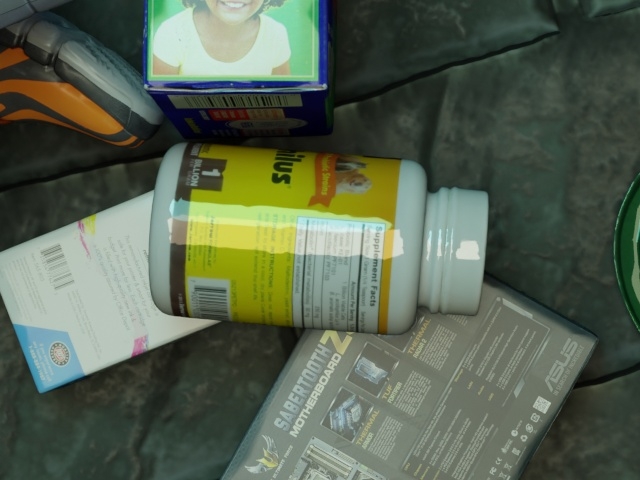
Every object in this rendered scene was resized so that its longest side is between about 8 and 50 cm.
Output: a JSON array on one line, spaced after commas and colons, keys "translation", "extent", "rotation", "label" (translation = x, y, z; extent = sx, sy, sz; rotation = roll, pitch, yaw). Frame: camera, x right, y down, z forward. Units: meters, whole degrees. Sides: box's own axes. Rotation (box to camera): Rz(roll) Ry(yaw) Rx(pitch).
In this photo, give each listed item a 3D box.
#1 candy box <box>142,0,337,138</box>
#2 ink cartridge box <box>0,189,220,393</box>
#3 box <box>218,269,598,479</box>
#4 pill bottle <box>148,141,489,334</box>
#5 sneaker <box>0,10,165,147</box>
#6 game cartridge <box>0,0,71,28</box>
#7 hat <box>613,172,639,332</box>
[{"translation": [-0.048, -0.237, 1.235], "extent": [0.122, 0.268, 0.317], "rotation": [-1, 88, 1], "label": "candy box"}, {"translation": [-0.129, 0.027, 1.332], "extent": [0.181, 0.061, 0.104], "rotation": [-22, 87, 3], "label": "ink cartridge box"}, {"translation": [0.059, 0.122, 1.316], "extent": [0.183, 0.059, 0.232], "rotation": [29, 90, 5], "label": "box"}, {"translation": [0.000, 0.000, 1.236], "extent": [0.215, 0.117, 0.117], "rotation": [5, 88, 3], "label": "pill bottle"}, {"translation": [-0.273, -0.105, 1.331], "extent": [0.321, 0.124, 0.180], "rotation": [29, 94, 15], "label": "sneaker"}, {"translation": [-0.293, -0.257, 1.146], "extent": [0.230, 0.068, 0.355], "rotation": [-23, 65, 7], "label": "game cartridge"}, {"translation": [0.292, 0.020, 1.242], "extent": [0.173, 0.183, 0.208], "rotation": [-17, 86, 3], "label": "hat"}]
